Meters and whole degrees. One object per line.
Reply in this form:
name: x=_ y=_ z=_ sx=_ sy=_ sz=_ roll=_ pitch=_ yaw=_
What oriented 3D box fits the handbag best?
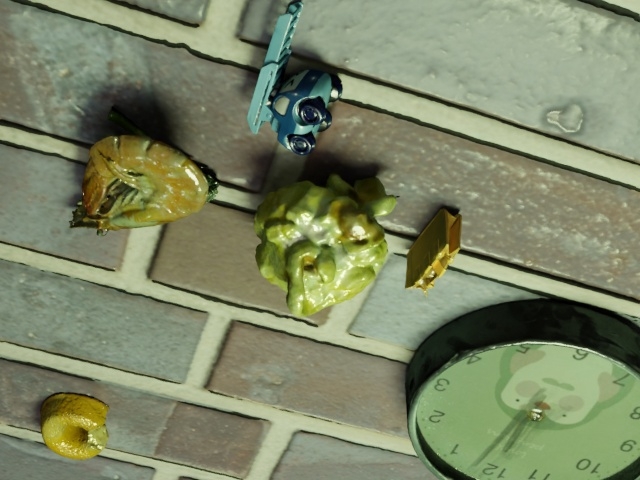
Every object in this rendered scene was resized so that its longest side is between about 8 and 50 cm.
handbag: x=0.119 y=0.012 z=1.149 sx=0.027 sy=0.061 sz=0.083 roll=21 pitch=135 yaw=-13

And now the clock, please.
clock: x=0.258 y=0.208 z=1.314 sx=0.319 sy=0.066 sz=0.319 roll=5 pitch=131 yaw=6

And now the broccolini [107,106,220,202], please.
broccolini: x=-0.158 y=-0.084 z=1.097 sx=0.140 sy=0.035 sz=0.030 roll=37 pitch=124 yaw=-27

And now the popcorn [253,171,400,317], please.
popcorn: x=0.000 y=0.000 z=1.115 sx=0.141 sy=0.162 sz=0.135 roll=22 pitch=175 yaw=15

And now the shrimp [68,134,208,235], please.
shrimp: x=-0.195 y=-0.055 z=1.099 sx=0.217 sy=0.051 sz=0.115 roll=-18 pitch=121 yaw=47

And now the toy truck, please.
toy truck: x=-0.017 y=-0.146 z=1.006 sx=0.074 sy=0.063 sz=0.136 roll=28 pitch=131 yaw=5

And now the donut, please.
donut: x=-0.328 y=0.249 z=1.450 sx=0.097 sy=0.043 sz=0.108 roll=3 pitch=132 yaw=2
